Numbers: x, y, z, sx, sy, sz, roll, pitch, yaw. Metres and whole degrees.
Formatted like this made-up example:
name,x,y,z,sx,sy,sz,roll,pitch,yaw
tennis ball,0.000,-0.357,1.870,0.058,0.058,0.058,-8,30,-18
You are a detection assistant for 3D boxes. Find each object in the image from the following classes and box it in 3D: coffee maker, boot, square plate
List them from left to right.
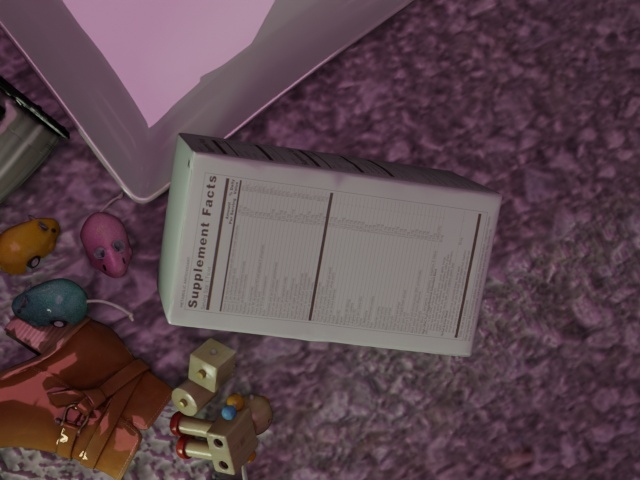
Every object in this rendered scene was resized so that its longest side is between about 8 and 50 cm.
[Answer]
name,x,y,z,sx,sy,sz,roll,pitch,yaw
coffee maker,-0.322,-0.068,0.904,0.171,0.120,0.178,35,84,27
boot,-0.229,0.157,0.922,0.152,0.073,0.197,36,85,-4
square plate,-0.125,-0.266,0.948,0.344,0.049,0.347,-38,94,-6

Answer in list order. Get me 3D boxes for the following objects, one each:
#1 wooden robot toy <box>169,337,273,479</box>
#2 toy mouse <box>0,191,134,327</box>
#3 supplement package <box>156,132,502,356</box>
name,x,y,z,sx,sy,sz,roll,pitch,yaw
wooden robot toy,-0.078,0.150,0.949,0.076,0.079,0.173,11,123,32
toy mouse,-0.204,0.020,0.912,0.143,0.031,0.161,37,63,28
supplement package,0.000,0.000,0.896,0.244,0.134,0.139,8,100,-14
